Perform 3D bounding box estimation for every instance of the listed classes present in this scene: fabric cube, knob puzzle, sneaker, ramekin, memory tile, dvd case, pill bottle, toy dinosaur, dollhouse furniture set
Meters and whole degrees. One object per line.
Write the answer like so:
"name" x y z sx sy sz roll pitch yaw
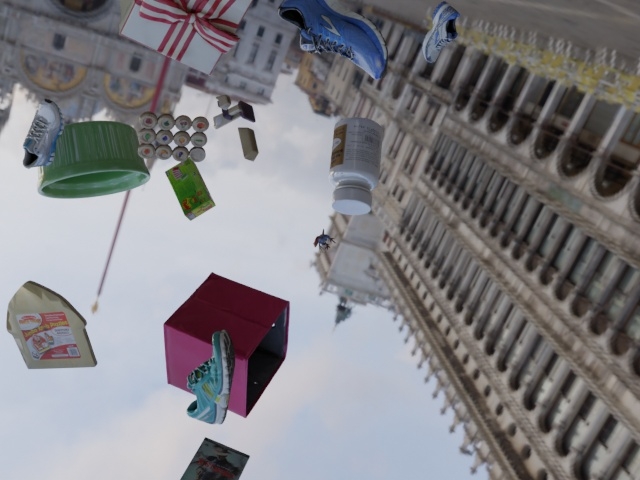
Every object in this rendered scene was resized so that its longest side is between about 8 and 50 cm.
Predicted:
"fabric cube" -0.259 0.290 1.888 0.258 0.254 0.259 19 -140 17
"knob puzzle" -0.543 0.165 1.333 0.213 0.213 0.030 24 -153 7
"sneaker" 0.263 -0.442 1.444 0.052 0.135 0.058 -29 -124 -37
"sneaker" -0.683 -0.252 1.627 0.071 0.190 0.083 27 -150 6
"ramekin" -0.640 -0.224 1.865 0.304 0.148 0.303 -11 175 -1
"memory tile" -0.318 -0.221 1.445 0.148 0.113 0.012 1 -143 -20
"dvd case" -0.176 0.382 1.102 0.087 0.013 0.119 21 -154 6
"pill bottle" 0.089 -0.190 1.725 0.131 0.229 0.131 6 162 2
"sneaker" 0.028 -0.490 1.623 0.330 0.147 0.130 42 165 16
"toy dinosaur" 0.000 0.000 1.682 0.090 0.047 0.082 44 -170 37
"dollhouse furniture set" -0.175 -0.200 1.261 0.091 0.081 0.114 10 -117 -60
"sneaker" -0.267 0.337 1.613 0.110 0.275 0.107 10 -153 -6

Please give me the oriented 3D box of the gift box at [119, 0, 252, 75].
"gift box" -0.305 -0.565 1.496 0.255 0.276 0.258 14 -144 -29

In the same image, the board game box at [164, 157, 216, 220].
"board game box" -0.397 -0.158 2.032 0.181 0.092 0.043 60 -177 28
